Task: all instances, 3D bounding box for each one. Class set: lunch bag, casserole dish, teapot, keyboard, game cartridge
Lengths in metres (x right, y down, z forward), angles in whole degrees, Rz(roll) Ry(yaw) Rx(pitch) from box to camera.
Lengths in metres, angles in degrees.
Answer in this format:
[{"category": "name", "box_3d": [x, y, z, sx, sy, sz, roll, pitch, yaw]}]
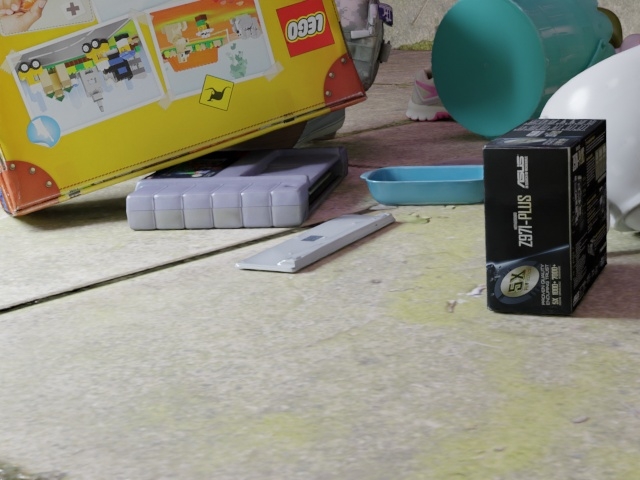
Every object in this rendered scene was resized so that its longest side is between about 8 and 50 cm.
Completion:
[{"category": "lunch bag", "box_3d": [-0.040, -0.338, 1.973, 0.305, 0.212, 0.256, 3, 20, -1]}, {"category": "casserole dish", "box_3d": [0.146, -0.071, 1.555, 0.188, 0.037, 0.114, 0, 13, 14]}, {"category": "teapot", "box_3d": [0.359, -0.086, 1.264, 0.256, 0.187, 0.252, -26, -20, 29]}, {"category": "keyboard", "box_3d": [0.000, 0.000, 1.341, 0.072, 0.014, 0.256, -2, 11, 29]}, {"category": "game cartridge", "box_3d": [-0.103, -0.079, 1.615, 0.230, 0.068, 0.355, 3, 14, 10]}]

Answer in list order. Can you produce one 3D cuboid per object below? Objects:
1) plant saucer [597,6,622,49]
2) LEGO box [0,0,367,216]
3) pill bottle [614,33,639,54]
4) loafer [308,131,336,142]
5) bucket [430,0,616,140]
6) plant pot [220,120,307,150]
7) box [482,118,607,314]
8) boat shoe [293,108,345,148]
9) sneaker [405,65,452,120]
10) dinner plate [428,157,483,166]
[{"category": "plant saucer", "box_3d": [0.482, -0.335, 2.291, 0.241, 0.241, 0.037, -10, 47, -26]}, {"category": "LEGO box", "box_3d": [-0.239, -0.288, 1.613, 0.500, 0.372, 0.193, -20, 10, -16]}, {"category": "pill bottle", "box_3d": [0.628, -0.304, 2.190, 0.272, 0.152, 0.152, 1, 13, 18]}, {"category": "loafer", "box_3d": [-0.034, -0.193, 2.135, 0.125, 0.039, 0.045, 9, 38, 2]}, {"category": "bucket", "box_3d": [0.335, -0.304, 2.032, 0.183, 0.281, 0.281, -17, 18, -41]}, {"category": "plant pot", "box_3d": [-0.124, -0.168, 1.889, 0.237, 0.110, 0.237, -4, 12, 1]}, {"category": "box", "box_3d": [0.207, -0.027, 1.090, 0.077, 0.147, 0.180, 2, 15, 23]}, {"category": "boat shoe", "box_3d": [-0.043, -0.210, 2.048, 0.079, 0.081, 0.227, 29, 39, 33]}, {"category": "sneaker", "box_3d": [0.276, -0.287, 2.304, 0.252, 0.111, 0.103, 4, 15, 30]}, {"category": "dinner plate", "box_3d": [0.209, -0.104, 1.733, 0.141, 0.017, 0.141, -4, 11, 1]}]
